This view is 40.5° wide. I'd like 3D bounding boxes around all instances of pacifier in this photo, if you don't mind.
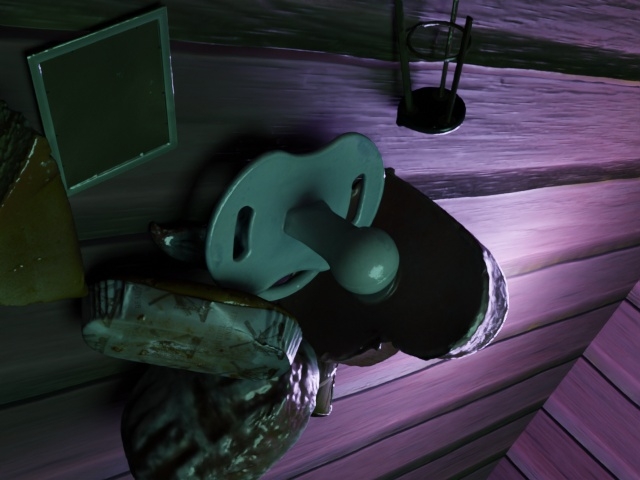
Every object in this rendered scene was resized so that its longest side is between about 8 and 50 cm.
[{"bbox_3d":[0.000,0.000,1.060,0.287,0.225,0.239,-13,125,-39],"label":"pacifier"}]

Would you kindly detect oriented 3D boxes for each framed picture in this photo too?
[{"bbox_3d":[-0.207,-0.133,0.852,0.142,0.011,0.183,-29,148,-26],"label":"framed picture"}]

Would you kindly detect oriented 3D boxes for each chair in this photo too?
[{"bbox_3d":[0.150,-0.219,1.108,0.104,0.095,0.222,-24,146,-17],"label":"chair"}]

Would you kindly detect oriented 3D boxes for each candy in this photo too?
[{"bbox_3d":[-0.141,0.224,1.182,0.289,0.214,0.157,-43,149,2],"label":"candy"}]

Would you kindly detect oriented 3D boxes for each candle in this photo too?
[{"bbox_3d":[0.101,0.043,1.254,0.316,0.287,0.131,-12,164,25],"label":"candle"}]

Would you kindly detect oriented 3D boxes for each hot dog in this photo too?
[{"bbox_3d":[-0.152,0.102,1.038,0.267,0.075,0.144,17,138,-16],"label":"hot dog"}]

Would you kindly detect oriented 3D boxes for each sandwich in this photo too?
[{"bbox_3d":[-0.288,-0.015,0.815,0.096,0.094,0.258,-31,149,-26],"label":"sandwich"}]

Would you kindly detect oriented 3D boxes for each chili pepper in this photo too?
[{"bbox_3d":[-0.152,0.007,1.072,0.153,0.041,0.050,25,66,-59],"label":"chili pepper"}]

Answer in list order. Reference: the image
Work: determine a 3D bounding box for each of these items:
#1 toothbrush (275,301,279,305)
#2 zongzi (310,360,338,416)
[{"bbox_3d":[0.005,0.062,1.359,0.288,0.026,0.024,-31,149,-19],"label":"toothbrush"},{"bbox_3d":[-0.066,0.173,1.354,0.247,0.111,0.241,0,111,-44],"label":"zongzi"}]
